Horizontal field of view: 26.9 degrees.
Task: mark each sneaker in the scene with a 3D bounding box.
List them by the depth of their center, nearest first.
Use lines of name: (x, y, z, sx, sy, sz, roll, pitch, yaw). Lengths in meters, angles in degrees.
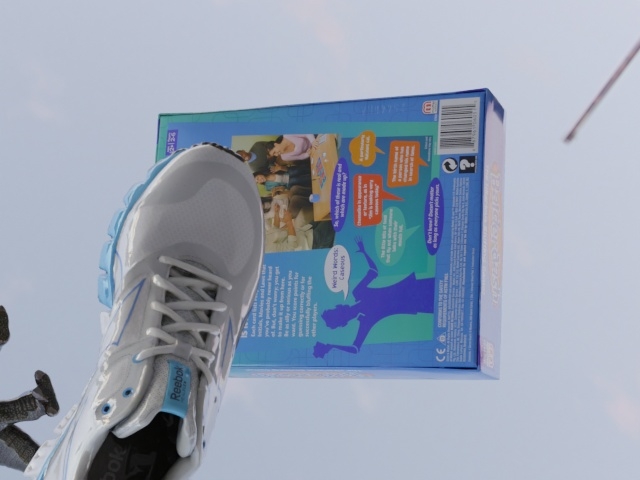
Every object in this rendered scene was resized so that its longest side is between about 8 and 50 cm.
sneaker: (-0.060, 0.049, 0.536, 0.071, 0.083, 0.190, 21, -103, -20)

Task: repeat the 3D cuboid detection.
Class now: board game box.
board game box: (0.000, 0.000, 0.780, 0.047, 0.210, 0.160, 30, -118, -64)

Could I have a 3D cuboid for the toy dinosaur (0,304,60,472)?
toy dinosaur: (-0.282, 0.103, 0.927, 0.313, 0.160, 0.121, 22, -130, -41)
